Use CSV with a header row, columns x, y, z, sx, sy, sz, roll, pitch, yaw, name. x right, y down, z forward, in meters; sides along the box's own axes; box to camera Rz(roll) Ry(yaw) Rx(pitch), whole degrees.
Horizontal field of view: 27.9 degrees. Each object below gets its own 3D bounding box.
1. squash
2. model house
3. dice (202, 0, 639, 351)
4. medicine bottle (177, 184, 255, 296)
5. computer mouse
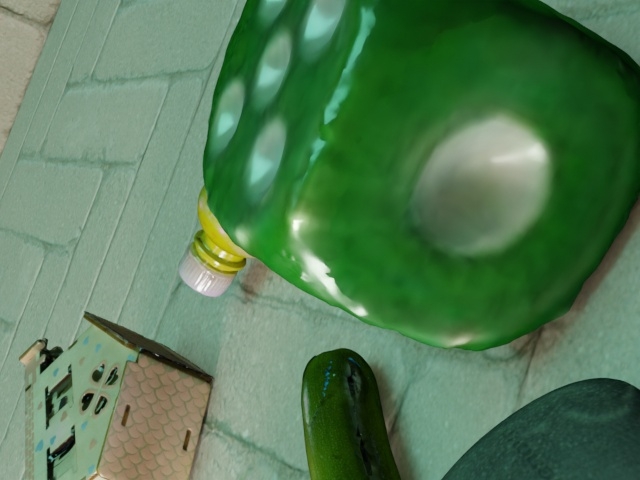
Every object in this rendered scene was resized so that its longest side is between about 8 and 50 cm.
x,y,z,sx,sy,sz,roll,pitch,yaw,name
0.034,0.219,1.176,0.087,0.087,0.331,-52,32,28,squash
-0.252,0.218,1.633,0.244,0.169,0.326,-44,36,25,model house
0.082,-0.097,1.098,0.287,0.297,0.300,-64,27,14,dice
-0.092,-0.030,1.555,0.212,0.121,0.122,-55,29,24,medicine bottle
0.124,0.262,0.939,0.374,0.114,0.203,-64,28,7,computer mouse
